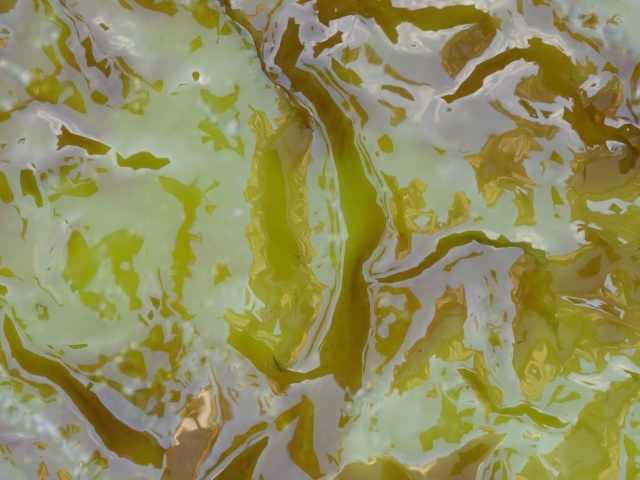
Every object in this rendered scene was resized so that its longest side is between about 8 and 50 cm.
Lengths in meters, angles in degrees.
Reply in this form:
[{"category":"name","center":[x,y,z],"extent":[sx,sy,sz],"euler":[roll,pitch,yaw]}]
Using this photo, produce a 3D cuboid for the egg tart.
[{"category":"egg tart","center":[-0.001,-0.001,0.486],"extent":[0.341,0.132,0.341],"euler":[0,112,0]}]
